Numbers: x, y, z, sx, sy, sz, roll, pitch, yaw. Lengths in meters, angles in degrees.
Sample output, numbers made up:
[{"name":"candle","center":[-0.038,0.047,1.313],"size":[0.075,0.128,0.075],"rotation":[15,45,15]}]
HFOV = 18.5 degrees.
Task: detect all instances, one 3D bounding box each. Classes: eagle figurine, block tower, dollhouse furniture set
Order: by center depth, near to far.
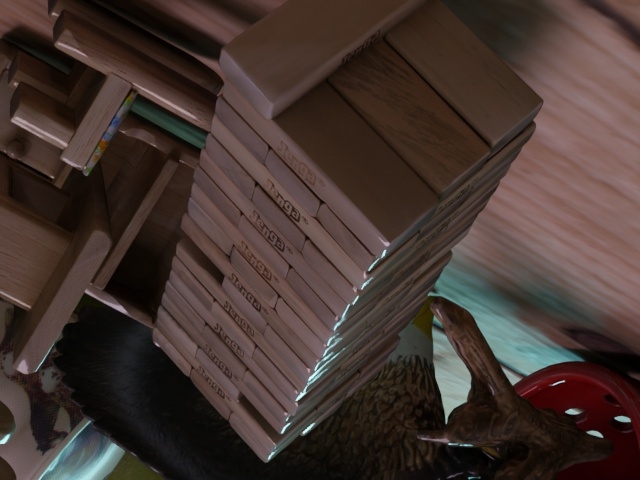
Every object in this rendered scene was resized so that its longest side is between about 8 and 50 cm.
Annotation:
[{"name":"block tower","center":[0.000,0.000,0.858],"size":[0.097,0.091,0.335],"rotation":[46,159,11]},{"name":"dollhouse furniture set","center":[-0.111,0.002,0.976],"size":[0.161,0.212,0.242],"rotation":[29,-169,-16]},{"name":"eagle figurine","center":[0.013,0.123,1.167],"size":[0.298,0.225,0.226],"rotation":[-9,105,35]}]

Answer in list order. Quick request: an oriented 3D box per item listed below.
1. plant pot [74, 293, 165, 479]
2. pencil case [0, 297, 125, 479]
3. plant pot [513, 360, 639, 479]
[{"name":"plant pot","center":[-0.171,0.146,1.527],"size":[0.293,0.275,0.275],"rotation":[41,162,-9]},{"name":"pencil case","center":[-0.316,0.049,1.357],"size":[0.410,0.183,0.160],"rotation":[36,-168,8]},{"name":"plant pot","center":[0.195,0.187,1.213],"size":[0.174,0.191,0.191],"rotation":[22,168,-31]}]
